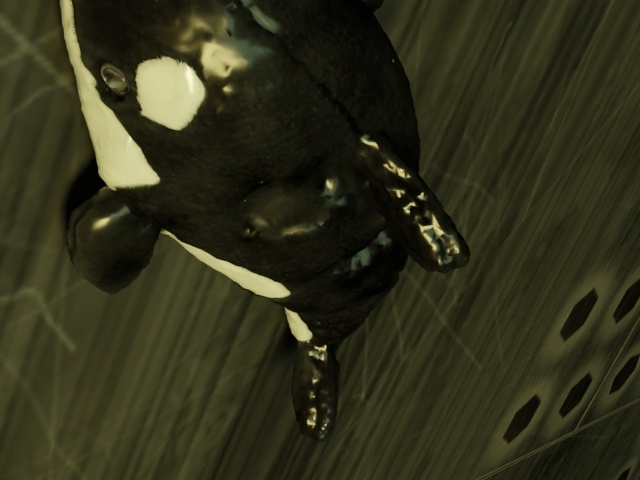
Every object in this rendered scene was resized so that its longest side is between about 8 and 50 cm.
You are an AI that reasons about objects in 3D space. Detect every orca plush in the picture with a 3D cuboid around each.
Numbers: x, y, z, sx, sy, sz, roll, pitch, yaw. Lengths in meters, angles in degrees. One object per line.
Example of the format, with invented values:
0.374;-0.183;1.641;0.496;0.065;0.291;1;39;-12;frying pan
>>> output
0.000;0.000;0.409;0.151;0.102;0.287;-38;148;-26;orca plush
